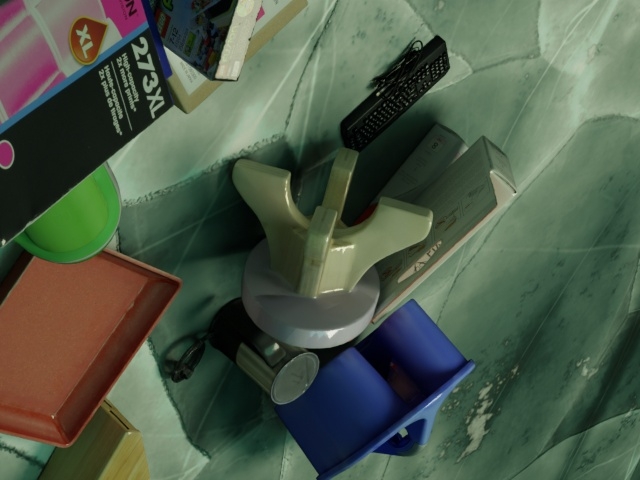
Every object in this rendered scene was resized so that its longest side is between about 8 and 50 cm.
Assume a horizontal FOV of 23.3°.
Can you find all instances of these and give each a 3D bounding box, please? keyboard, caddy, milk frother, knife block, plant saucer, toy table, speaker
[{"bbox_3d":[0.105,-0.189,2.058,0.192,0.038,0.100,-44,146,-14],"label":"keyboard"},{"bbox_3d":[0.083,0.231,2.200,0.241,0.179,0.341,-37,175,-22],"label":"caddy"},{"bbox_3d":[-0.104,0.164,2.051,0.143,0.134,0.129,-55,146,5],"label":"milk frother"},{"bbox_3d":[-0.333,0.359,2.000,0.242,0.088,0.276,-34,144,-26],"label":"knife block"},{"bbox_3d":[-0.315,0.111,1.825,0.258,0.047,0.259,-55,148,5],"label":"plant saucer"},{"bbox_3d":[0.000,0.000,1.949,0.252,0.274,0.161,10,118,-8],"label":"toy table"},{"bbox_3d":[-0.280,-0.071,1.558,0.131,0.131,0.296,-44,165,-11],"label":"speaker"}]

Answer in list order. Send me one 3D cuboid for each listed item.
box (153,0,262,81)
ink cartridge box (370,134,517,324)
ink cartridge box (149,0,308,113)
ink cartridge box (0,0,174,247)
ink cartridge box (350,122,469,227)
[{"bbox_3d":[-0.096,-0.271,1.508,0.036,0.114,0.207,-5,123,-44],"label":"box"},{"bbox_3d":[0.147,0.009,2.070,0.060,0.239,0.275,40,110,-18],"label":"ink cartridge box"},{"bbox_3d":[-0.134,-0.279,1.637,0.193,0.088,0.235,-43,145,-11],"label":"ink cartridge box"},{"bbox_3d":[-0.226,-0.154,1.371,0.371,0.069,0.176,-51,132,-52],"label":"ink cartridge box"},{"bbox_3d":[0.144,-0.032,2.240,0.232,0.066,0.189,-53,147,-5],"label":"ink cartridge box"}]
